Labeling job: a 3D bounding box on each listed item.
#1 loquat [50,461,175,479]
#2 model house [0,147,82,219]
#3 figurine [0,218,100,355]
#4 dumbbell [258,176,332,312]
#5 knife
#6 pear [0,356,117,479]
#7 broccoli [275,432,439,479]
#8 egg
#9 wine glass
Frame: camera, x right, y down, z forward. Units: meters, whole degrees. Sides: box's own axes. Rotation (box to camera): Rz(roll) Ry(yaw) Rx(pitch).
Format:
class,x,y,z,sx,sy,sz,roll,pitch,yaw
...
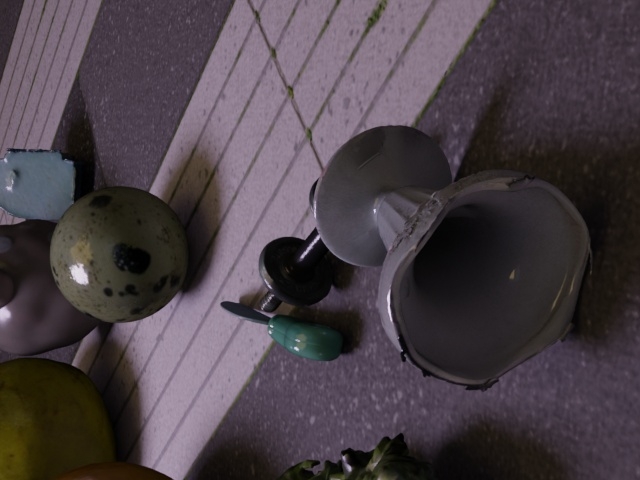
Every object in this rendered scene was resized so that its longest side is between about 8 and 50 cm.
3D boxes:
class,x,y,z,sx,sy,sz,roll,pitch,yaw
loquat,-0.267,0.410,1.167,0.328,0.359,0.328,-168,90,-67
model house,-0.466,-0.101,1.759,0.149,0.148,0.119,-83,-6,-81
figurine,-0.459,0.081,1.651,0.380,0.248,0.203,159,105,-71
dumbbell,0.000,0.000,1.006,0.254,0.081,0.081,-51,46,45
knife,-0.060,0.089,1.117,0.260,0.063,0.035,12,93,59
pear,-0.442,0.309,1.552,0.375,0.287,0.287,-109,32,-66
broccoli,-0.012,0.296,0.847,0.248,0.245,0.288,26,116,47
egg,-0.263,0.019,1.355,0.228,0.177,0.177,175,97,-74
wine glass,0.087,-0.003,0.795,0.196,0.165,0.165,46,126,55
